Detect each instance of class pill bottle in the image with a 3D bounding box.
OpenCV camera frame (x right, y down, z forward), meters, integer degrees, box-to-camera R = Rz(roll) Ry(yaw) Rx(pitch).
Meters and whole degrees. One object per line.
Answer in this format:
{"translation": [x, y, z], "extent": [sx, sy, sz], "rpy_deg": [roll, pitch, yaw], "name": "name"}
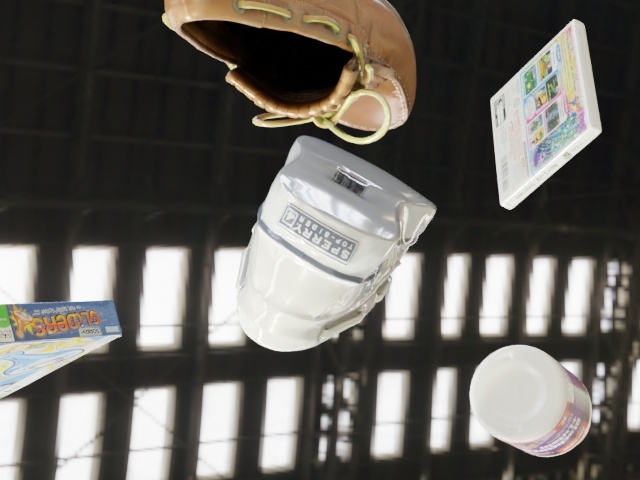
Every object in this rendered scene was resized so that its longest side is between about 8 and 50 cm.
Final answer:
{"translation": [0.247, 0.188, 1.558], "extent": [0.193, 0.108, 0.108], "rpy_deg": [33, -117, -62], "name": "pill bottle"}

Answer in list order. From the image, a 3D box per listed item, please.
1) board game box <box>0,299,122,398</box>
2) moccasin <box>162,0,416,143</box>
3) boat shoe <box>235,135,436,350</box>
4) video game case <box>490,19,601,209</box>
{"translation": [-0.290, 0.103, 1.202], "extent": [0.136, 0.201, 0.035], "rpy_deg": [0, -112, -50], "name": "board game box"}
{"translation": [-0.015, -0.152, 1.106], "extent": [0.380, 0.139, 0.147], "rpy_deg": [37, -129, -68], "name": "moccasin"}
{"translation": [0.000, 0.000, 0.763], "extent": [0.084, 0.095, 0.258], "rpy_deg": [-61, -8, 12], "name": "boat shoe"}
{"translation": [0.231, -0.131, 1.424], "extent": [0.019, 0.143, 0.157], "rpy_deg": [23, -134, -24], "name": "video game case"}
